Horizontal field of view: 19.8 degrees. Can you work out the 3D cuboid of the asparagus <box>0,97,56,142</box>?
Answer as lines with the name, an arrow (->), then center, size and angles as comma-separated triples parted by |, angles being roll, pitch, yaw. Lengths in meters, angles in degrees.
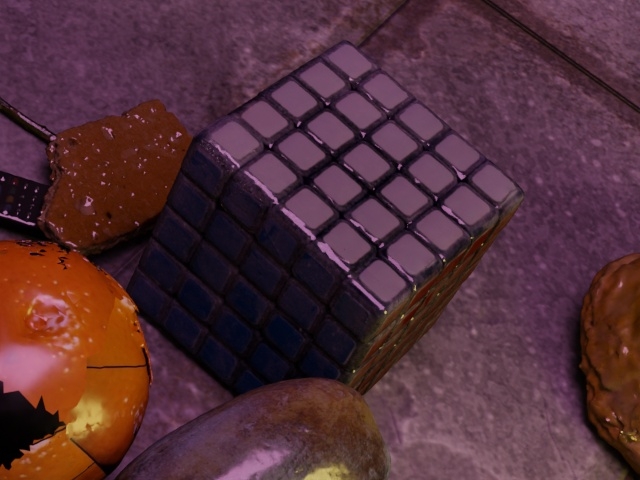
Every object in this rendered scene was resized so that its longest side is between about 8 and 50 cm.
asparagus -> -0.300, -0.126, 1.795 | 0.163, 0.016, 0.016 | 34, 73, 5

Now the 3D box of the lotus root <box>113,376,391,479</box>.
lotus root -> -0.083, 0.224, 1.509 | 0.322, 0.158, 0.140 | -24, 48, -31

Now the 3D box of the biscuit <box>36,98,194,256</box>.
biscuit -> -0.197, -0.060, 1.760 | 0.131, 0.026, 0.237 | 45, 40, 16

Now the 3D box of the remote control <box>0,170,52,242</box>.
remote control -> -0.351, -0.056, 1.704 | 0.245, 0.025, 0.063 | 19, 46, -10

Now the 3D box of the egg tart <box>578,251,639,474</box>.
egg tart -> 0.427, 0.131, 1.834 | 0.340, 0.153, 0.351 | -17, 61, -32

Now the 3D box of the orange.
orange -> -0.251, 0.109, 1.511 | 0.234, 0.182, 0.234 | 18, 44, -18

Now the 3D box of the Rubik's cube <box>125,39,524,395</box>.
Rubik's cube -> 0.000, 0.000, 1.677 | 0.237, 0.237, 0.238 | 41, 47, 10
